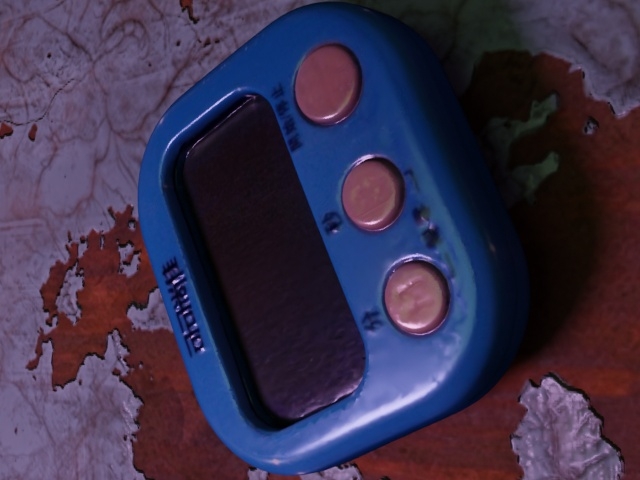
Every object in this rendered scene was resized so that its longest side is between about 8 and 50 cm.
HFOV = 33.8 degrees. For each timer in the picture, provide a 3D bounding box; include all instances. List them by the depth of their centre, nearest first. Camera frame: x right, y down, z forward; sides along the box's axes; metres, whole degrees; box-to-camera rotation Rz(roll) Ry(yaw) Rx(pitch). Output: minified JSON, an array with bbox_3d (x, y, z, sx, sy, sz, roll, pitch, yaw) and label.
[{"bbox_3d":[0.000,0.000,0.850,0.309,0.115,0.340,-32,71,32],"label":"timer"}]
